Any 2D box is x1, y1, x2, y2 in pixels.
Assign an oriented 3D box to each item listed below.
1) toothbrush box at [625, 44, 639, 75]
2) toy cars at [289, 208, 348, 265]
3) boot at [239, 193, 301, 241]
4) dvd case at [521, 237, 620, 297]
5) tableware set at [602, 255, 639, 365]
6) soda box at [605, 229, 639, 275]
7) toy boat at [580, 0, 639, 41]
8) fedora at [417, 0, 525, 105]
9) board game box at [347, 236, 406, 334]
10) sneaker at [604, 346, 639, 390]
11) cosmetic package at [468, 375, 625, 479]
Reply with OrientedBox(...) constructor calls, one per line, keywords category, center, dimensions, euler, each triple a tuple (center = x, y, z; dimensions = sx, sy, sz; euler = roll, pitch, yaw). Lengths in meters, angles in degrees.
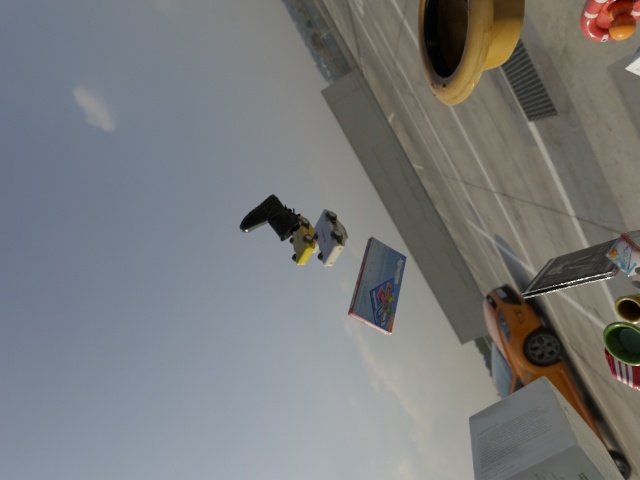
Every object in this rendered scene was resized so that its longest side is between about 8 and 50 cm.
OrientedBox(category="toothbrush box", center=(0.607, -0.243, 0.526), dimensions=(0.296, 0.126, 0.216), euler=(32, -170, 12))
OrientedBox(category="toy cars", center=(0.000, 0.000, 1.315), dimensions=(0.087, 0.176, 0.394), euler=(17, 171, -22))
OrientedBox(category="boot", center=(-0.108, -0.037, 0.929), dimensions=(0.099, 0.121, 0.045), euler=(45, 174, 20))
OrientedBox(category="dvd case", center=(0.586, 0.060, 0.947), dimensions=(0.018, 0.165, 0.221), euler=(55, 150, 1))
OrientedBox(category="tableware set", center=(0.283, 0.079, 0.288), dimensions=(0.154, 0.024, 0.103), euler=(34, 132, 53))
OrientedBox(category="soda box", center=(0.643, 0.012, 0.789), dimensions=(0.062, 0.183, 0.058), euler=(95, 159, -43))
OrientedBox(category="toy boat", center=(0.779, -0.592, 1.081), dimensions=(0.231, 0.151, 0.150), euler=(35, -121, -75))
OrientedBox(category="fedora", center=(0.176, -0.257, 0.485), dimensions=(0.194, 0.079, 0.194), euler=(174, 90, -84))
OrientedBox(category="board game box", center=(0.181, 0.135, 1.288), dimensions=(0.145, 0.027, 0.281), euler=(29, -125, -14))
OrientedBox(category="sneaker", center=(0.690, 0.213, 0.881), dimensions=(0.128, 0.221, 0.087), euler=(22, 148, 44))
OrientedBox(category="cosmetic package", center=(0.327, 0.330, 0.604), dimensions=(0.151, 0.151, 0.184), euler=(51, -161, 3))
